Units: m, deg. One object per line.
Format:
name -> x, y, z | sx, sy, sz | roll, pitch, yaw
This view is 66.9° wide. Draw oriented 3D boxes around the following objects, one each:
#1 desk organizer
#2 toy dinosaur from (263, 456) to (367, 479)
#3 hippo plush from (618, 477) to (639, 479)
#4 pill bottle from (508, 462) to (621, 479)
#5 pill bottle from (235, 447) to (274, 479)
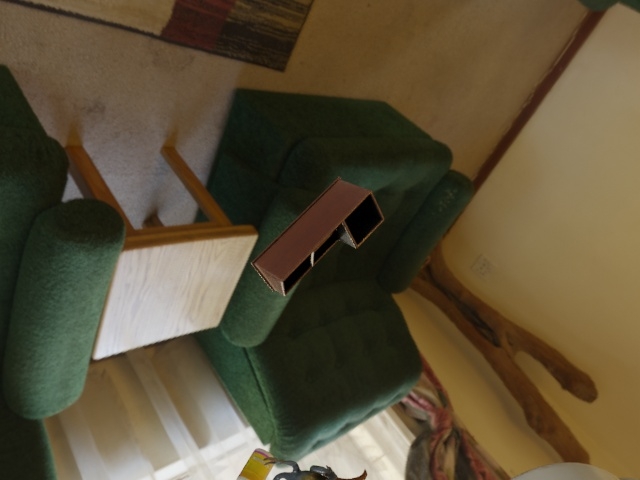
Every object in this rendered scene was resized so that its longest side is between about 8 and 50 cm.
desk organizer -> 0.000, 0.000, 0.484 | 0.130, 0.050, 0.047 | -45, 132, -17
toy dinosaur -> -0.015, 0.240, 0.472 | 0.090, 0.047, 0.082 | 17, 155, -24
hippo plush -> 0.430, 0.374, 0.514 | 0.234, 0.294, 0.236 | 25, 144, -19
pill bottle -> 0.165, 0.238, 0.206 | 0.153, 0.153, 0.264 | -48, -167, 10
pill bottle -> -0.114, 0.398, 0.818 | 0.083, 0.043, 0.043 | -51, 165, -46
